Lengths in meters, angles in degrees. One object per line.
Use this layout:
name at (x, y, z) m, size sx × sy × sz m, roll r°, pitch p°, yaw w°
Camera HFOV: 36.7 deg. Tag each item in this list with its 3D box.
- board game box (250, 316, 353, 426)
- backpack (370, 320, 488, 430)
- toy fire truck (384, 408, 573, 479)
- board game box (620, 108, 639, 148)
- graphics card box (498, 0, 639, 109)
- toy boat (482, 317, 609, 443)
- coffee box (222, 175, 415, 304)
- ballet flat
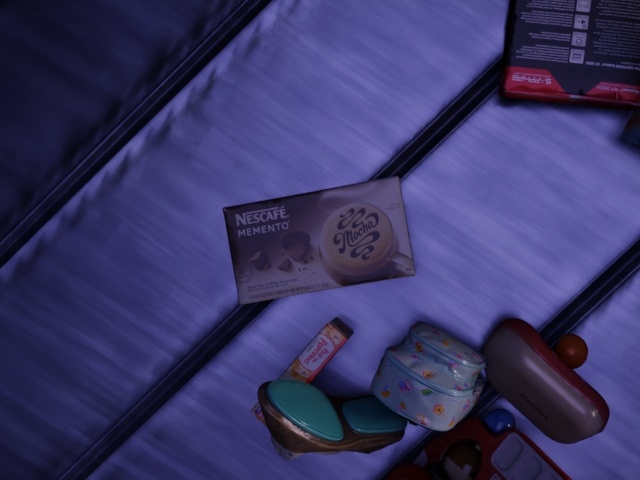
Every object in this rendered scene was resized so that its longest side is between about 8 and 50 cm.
board game box at (-0.028, 0.217, 1.612) m, size 0.045 × 0.147 × 0.193 m, roll 41°, pitch 94°, yaw 5°
backpack at (0.174, 0.220, 1.552) m, size 0.166 × 0.188 × 0.144 m, roll 31°, pitch 111°, yaw 18°
toy fire truck at (0.251, 0.401, 1.524) m, size 0.169 × 0.302 × 0.254 m, roll 38°, pitch 94°, yaw -27°
board game box at (0.651, -0.171, 1.545) m, size 0.275 × 0.144 × 0.142 m, roll 27°, pitch 92°, yaw 4°
graphics card box at (0.432, -0.410, 1.593) m, size 0.232 × 0.094 × 0.371 m, roll 6°, pitch 91°, yaw 5°
toy boat at (0.385, 0.212, 1.591) m, size 0.231 × 0.151 × 0.151 m, roll 43°, pitch 64°, yaw 4°
coffee box at (0.000, 0.000, 1.623) m, size 0.297 × 0.119 × 0.168 m, roll -9°, pitch 90°, yaw 6°
ballet flat at (-0.001, 0.299, 1.546) m, size 0.124 × 0.342 × 0.116 m, roll -43°, pitch 57°, yaw 25°
